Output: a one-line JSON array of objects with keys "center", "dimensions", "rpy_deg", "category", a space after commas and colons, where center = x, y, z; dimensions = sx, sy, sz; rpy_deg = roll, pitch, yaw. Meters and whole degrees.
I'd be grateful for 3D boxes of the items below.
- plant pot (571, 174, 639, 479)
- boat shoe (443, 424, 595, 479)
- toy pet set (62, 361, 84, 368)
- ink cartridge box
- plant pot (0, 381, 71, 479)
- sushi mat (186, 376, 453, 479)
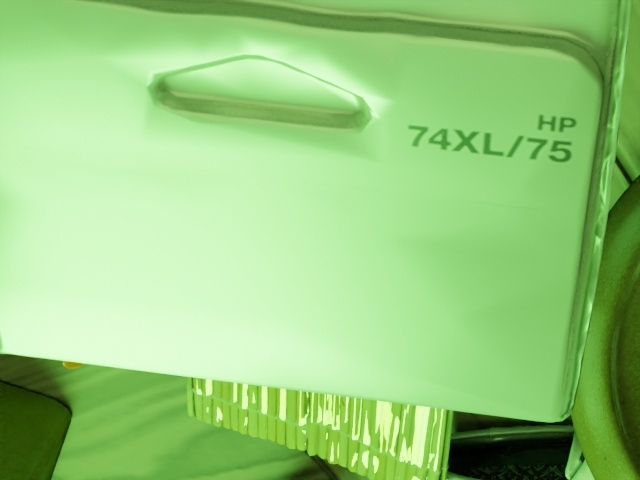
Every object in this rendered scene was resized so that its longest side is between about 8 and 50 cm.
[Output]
[{"center": [0.216, 0.055, 0.782], "dimensions": [0.236, 0.032, 0.236], "rpy_deg": [1, 94, 22], "category": "plant pot"}, {"center": [0.142, 0.121, 0.949], "dimensions": [0.184, 0.066, 0.063], "rpy_deg": [0, 135, 26], "category": "boat shoe"}, {"center": [-0.172, 0.018, 0.937], "dimensions": [0.114, 0.065, 0.122], "rpy_deg": [-41, 123, 0], "category": "toy pet set"}, {"center": [0.005, -0.111, 0.607], "dimensions": [0.198, 0.270, 0.197], "rpy_deg": [7, 134, 8], "category": "ink cartridge box"}, {"center": [-0.283, 0.192, 1.024], "dimensions": [0.212, 0.187, 0.212], "rpy_deg": [19, 135, -5], "category": "plant pot"}, {"center": [0.000, 0.000, 0.867], "dimensions": [0.151, 0.019, 0.317], "rpy_deg": [20, 136, 18], "category": "sushi mat"}]
